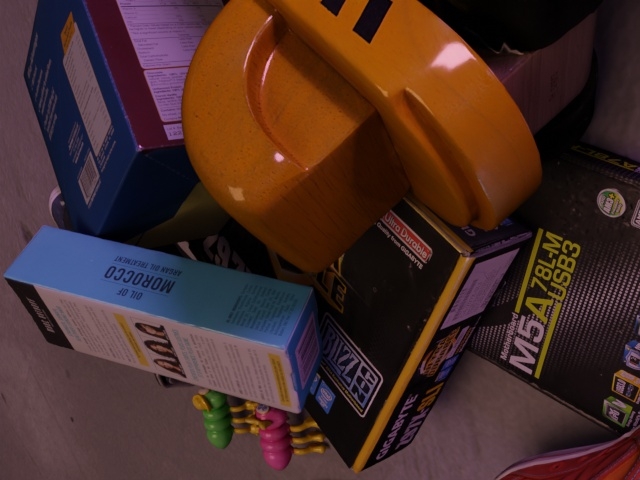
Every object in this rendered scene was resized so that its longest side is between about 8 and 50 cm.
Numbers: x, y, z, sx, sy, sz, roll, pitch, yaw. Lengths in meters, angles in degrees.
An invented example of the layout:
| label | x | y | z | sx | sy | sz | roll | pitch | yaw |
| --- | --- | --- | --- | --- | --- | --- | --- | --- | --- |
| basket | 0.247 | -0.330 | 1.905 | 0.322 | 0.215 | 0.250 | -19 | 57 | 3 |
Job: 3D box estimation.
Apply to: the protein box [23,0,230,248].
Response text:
| label | x | y | z | sx | sy | sz | roll | pitch | yaw |
| --- | --- | --- | --- | --- | --- | --- | --- | --- | --- |
| protein box | -0.150 | -0.121 | 0.612 | 0.200 | 0.136 | 0.201 | -43 | 65 | 52 |

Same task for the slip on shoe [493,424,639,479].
| label | x | y | z | sx | sy | sz | roll | pitch | yaw |
| --- | --- | --- | --- | --- | --- | --- | --- | --- | --- |
| slip on shoe | 0.222 | 0.172 | 0.448 | 0.123 | 0.101 | 0.331 | 51 | 135 | 1 |

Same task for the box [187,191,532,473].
| label | x | y | z | sx | sy | sz | roll | pitch | yaw |
| --- | --- | --- | --- | --- | --- | --- | --- | --- | --- |
| box | 0.000 | 0.000 | 0.633 | 0.322 | 0.079 | 0.257 | 48 | 138 | 32 |

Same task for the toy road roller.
| label | x | y | z | sx | sy | sz | roll | pitch | yaw |
| --- | --- | --- | --- | --- | --- | --- | --- | --- | --- |
| toy road roller | 0.003 | -0.134 | 0.439 | 0.329 | 0.241 | 0.202 | 47 | 179 | 24 |

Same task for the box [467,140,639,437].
| label | x | y | z | sx | sy | sz | roll | pitch | yaw |
| --- | --- | --- | --- | --- | --- | --- | --- | --- | --- |
| box | 0.180 | 0.025 | 0.521 | 0.184 | 0.045 | 0.190 | 28 | 126 | 33 |

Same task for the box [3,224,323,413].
| label | x | y | z | sx | sy | sz | roll | pitch | yaw |
| --- | --- | --- | --- | --- | --- | --- | --- | --- | --- |
| box | -0.124 | 0.063 | 0.579 | 0.245 | 0.060 | 0.100 | 12 | 141 | 16 |

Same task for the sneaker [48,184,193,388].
| label | x | y | z | sx | sy | sz | roll | pitch | yaw |
| --- | --- | --- | --- | --- | --- | --- | --- | --- | --- |
| sneaker | -0.167 | 0.045 | 0.690 | 0.226 | 0.086 | 0.163 | 48 | -173 | -37 |

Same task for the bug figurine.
| label | x | y | z | sx | sy | sz | roll | pitch | yaw |
| --- | --- | --- | --- | --- | --- | --- | --- | --- | --- |
| bug figurine | -0.099 | 0.164 | 0.846 | 0.279 | 0.072 | 0.216 | 1 | 108 | 45 |
